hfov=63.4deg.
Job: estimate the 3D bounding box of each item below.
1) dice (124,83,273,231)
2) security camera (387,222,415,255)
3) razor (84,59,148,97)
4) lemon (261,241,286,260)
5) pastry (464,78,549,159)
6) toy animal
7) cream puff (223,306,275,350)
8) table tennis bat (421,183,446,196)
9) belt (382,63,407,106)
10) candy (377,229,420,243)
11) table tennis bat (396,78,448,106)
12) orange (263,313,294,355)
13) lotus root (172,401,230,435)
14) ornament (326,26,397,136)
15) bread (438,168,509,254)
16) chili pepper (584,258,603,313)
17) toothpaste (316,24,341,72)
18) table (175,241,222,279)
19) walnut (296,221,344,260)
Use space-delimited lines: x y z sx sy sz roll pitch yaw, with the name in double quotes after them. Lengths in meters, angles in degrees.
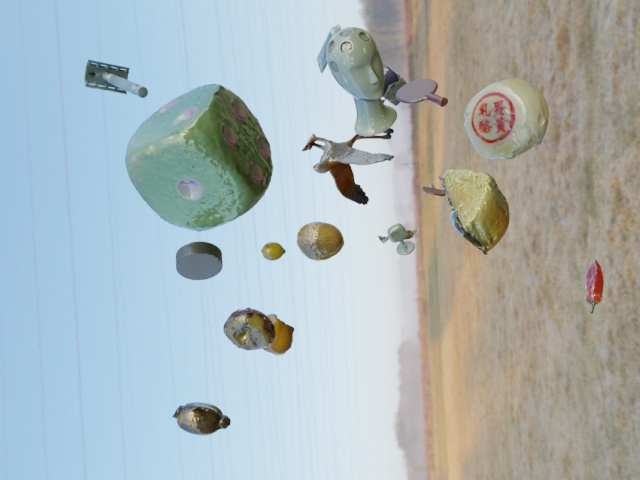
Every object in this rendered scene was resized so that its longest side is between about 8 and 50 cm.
-0.347 -0.246 1.538 0.322 0.318 0.330 55 -154 -36 "dice"
0.220 -0.009 1.431 0.058 0.058 0.092 -78 -32 -48 "security camera"
-0.467 -0.368 1.222 0.106 0.232 0.068 -2 -66 -41 "razor"
-0.150 0.035 1.656 0.062 0.083 0.062 -177 90 -70 "lemon"
0.585 -0.380 1.640 0.133 0.265 0.265 -20 -71 -41 "pastry"
0.097 -0.321 1.774 0.225 0.302 0.284 114 170 -53 "toy animal"
-0.196 0.242 1.457 0.084 0.149 0.149 -82 -17 -50 "cream puff"
0.408 -0.184 1.881 0.156 0.087 0.013 -71 -9 -70 "table tennis bat"
0.256 -0.602 2.026 0.126 0.139 0.230 -51 -16 18 "belt"
0.333 -0.017 2.189 0.053 0.182 0.046 -61 -40 -81 "candy"
0.242 -0.345 1.217 0.155 0.098 0.019 46 166 48 "table tennis bat"
-0.163 0.329 1.827 0.134 0.156 0.156 -62 -10 8 "orange"
-0.426 0.644 1.867 0.120 0.209 0.120 11 -90 -89 "lotus root"
0.061 -0.227 0.740 0.081 0.075 0.156 44 168 42 "ornament"
0.466 -0.093 1.529 0.204 0.162 0.262 44 -152 -40 "bread"
0.851 0.143 1.612 0.059 0.050 0.191 98 -171 -66 "chili pepper"
0.021 -0.507 1.362 0.197 0.029 0.048 145 109 -73 "toothpaste"
-0.352 0.061 1.508 0.133 0.133 0.043 69 -174 -52 "table"
0.000 0.000 1.327 0.105 0.124 0.105 8 -90 -75 "walnut"
